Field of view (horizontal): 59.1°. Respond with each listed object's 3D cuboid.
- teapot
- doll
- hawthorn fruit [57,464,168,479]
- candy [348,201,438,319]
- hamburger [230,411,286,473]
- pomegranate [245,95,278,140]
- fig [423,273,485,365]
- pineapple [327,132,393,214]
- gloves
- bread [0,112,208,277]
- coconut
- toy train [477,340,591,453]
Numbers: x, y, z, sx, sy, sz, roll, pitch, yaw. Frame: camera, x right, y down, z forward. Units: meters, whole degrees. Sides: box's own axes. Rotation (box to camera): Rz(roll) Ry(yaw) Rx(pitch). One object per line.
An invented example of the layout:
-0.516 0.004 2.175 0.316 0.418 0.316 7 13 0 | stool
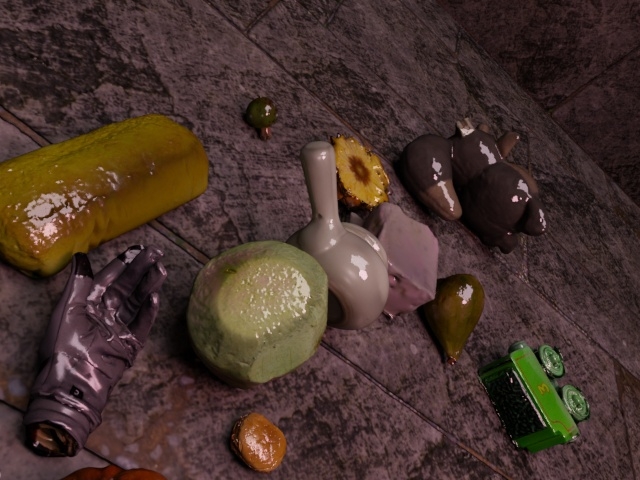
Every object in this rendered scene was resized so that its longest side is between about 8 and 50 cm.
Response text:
0.032 0.014 0.942 0.220 0.318 0.149 30 55 16 | teapot
0.412 -0.124 1.540 0.379 0.252 0.382 -18 67 -16 | doll
-0.225 0.346 0.552 0.197 0.197 0.225 10 79 -40 | hawthorn fruit
0.140 0.039 1.161 0.185 0.137 0.195 35 43 -20 | candy
-0.089 0.291 0.812 0.083 0.044 0.076 44 40 -14 | hamburger
-0.119 -0.261 1.193 0.073 0.073 0.084 -23 77 -50 | pomegranate
0.284 0.158 1.210 0.126 0.133 0.184 67 27 -44 | fig
0.074 -0.144 1.286 0.225 0.076 0.224 26 47 -31 | pineapple
-0.284 0.118 0.703 0.142 0.119 0.285 42 52 -29 | gloves
-0.313 -0.091 0.836 0.166 0.112 0.383 51 39 -1 | bread
-0.093 0.109 0.829 0.205 0.236 0.236 13 46 -2 | coconut
0.481 0.347 1.263 0.188 0.132 0.243 -10 65 -43 | toy train
